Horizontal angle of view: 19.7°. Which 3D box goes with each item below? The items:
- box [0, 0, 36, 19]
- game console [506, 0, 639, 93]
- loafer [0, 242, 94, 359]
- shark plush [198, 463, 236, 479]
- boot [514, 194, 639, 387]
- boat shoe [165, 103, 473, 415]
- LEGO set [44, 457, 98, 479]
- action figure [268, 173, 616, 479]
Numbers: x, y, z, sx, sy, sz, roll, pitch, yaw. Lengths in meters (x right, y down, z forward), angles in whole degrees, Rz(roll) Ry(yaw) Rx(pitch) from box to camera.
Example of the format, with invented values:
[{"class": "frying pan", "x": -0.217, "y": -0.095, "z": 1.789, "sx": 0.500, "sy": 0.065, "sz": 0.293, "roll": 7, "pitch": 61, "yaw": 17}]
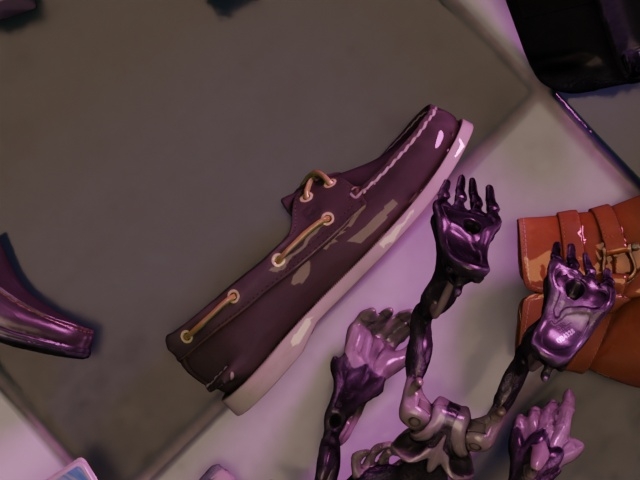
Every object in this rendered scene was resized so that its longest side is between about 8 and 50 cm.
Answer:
[{"class": "box", "x": -0.246, "y": -0.292, "z": 1.128, "sx": 0.063, "sy": 0.067, "sz": 0.324, "roll": -14, "pitch": 88, "yaw": -1}, {"class": "game console", "x": 0.105, "y": -0.254, "z": 1.089, "sx": 0.044, "sy": 0.213, "sz": 0.361, "roll": -34, "pitch": 109, "yaw": -39}, {"class": "loafer", "x": -0.212, "y": 0.022, "z": 1.125, "sx": 0.170, "sy": 0.062, "sz": 0.061, "roll": 24, "pitch": 84, "yaw": -1}, {"class": "shark plush", "x": -0.096, "y": 0.216, "z": 1.140, "sx": 0.067, "sy": 0.073, "sz": 0.161, "roll": 47, "pitch": 111, "yaw": 20}, {"class": "boot", "x": 0.195, "y": -0.009, "z": 1.121, "sx": 0.152, "sy": 0.073, "sz": 0.197, "roll": 4, "pitch": 86, "yaw": 4}, {"class": "boat shoe", "x": 0.000, "y": 0.000, "z": 1.114, "sx": 0.068, "sy": 0.081, "sz": 0.228, "roll": 40, "pitch": 92, "yaw": -3}, {"class": "LEGO set", "x": -0.202, "y": 0.268, "z": 1.103, "sx": 0.244, "sy": 0.060, "sz": 0.182, "roll": -32, "pitch": 84, "yaw": 14}, {"class": "action figure", "x": 0.077, "y": 0.104, "z": 1.079, "sx": 0.164, "sy": 0.141, "sz": 0.276, "roll": 27, "pitch": 125, "yaw": 6}]
